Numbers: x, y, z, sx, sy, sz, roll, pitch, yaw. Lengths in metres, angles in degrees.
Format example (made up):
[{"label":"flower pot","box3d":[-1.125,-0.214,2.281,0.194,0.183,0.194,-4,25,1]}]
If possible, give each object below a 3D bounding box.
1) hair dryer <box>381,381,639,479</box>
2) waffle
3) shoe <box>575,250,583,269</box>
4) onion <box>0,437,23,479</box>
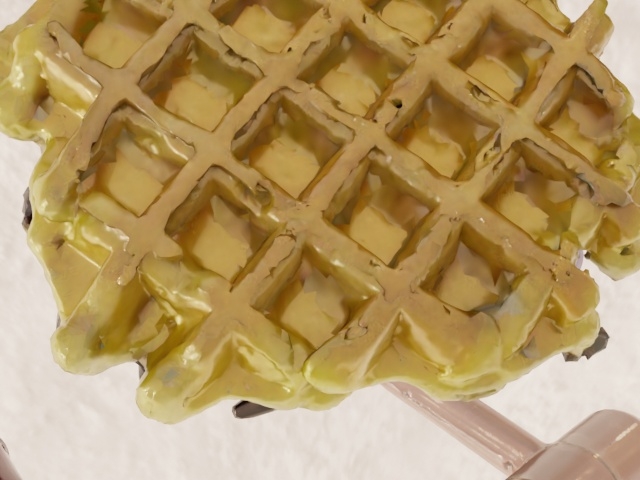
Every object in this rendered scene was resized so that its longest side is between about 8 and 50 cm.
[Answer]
[{"label":"hair dryer","box3d":[0.178,0.188,1.214,0.344,0.106,0.189,34,39,30]},{"label":"waffle","box3d":[0.002,-0.084,0.673,0.382,0.095,0.379,-11,70,-9]},{"label":"shoe","box3d":[0.271,0.056,1.715,0.245,0.138,0.095,-32,72,28]},{"label":"onion","box3d":[-0.593,0.435,1.508,0.398,0.420,0.398,-2,87,41]}]
